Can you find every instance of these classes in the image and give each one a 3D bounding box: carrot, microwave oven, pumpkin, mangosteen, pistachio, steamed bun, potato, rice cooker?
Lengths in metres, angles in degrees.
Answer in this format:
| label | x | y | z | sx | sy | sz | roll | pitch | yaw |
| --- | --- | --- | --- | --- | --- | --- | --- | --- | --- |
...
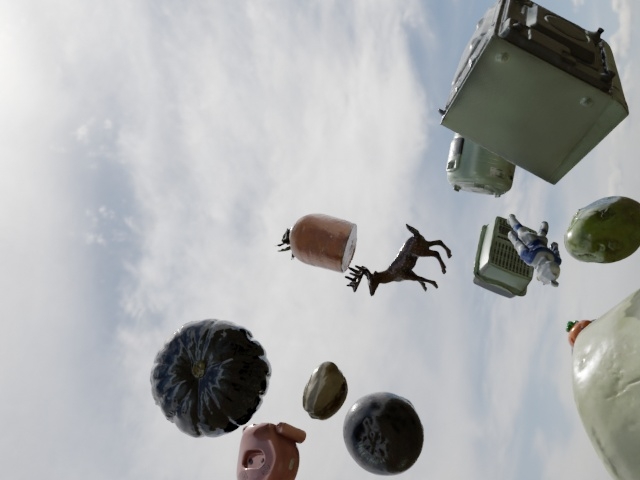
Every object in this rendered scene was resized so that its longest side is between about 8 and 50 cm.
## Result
| label | x | y | z | sx | sy | sz | roll | pitch | yaw |
| --- | --- | --- | --- | --- | --- | --- | --- | --- | --- |
| carrot | 0.000 | 0.000 | 2.242 | 0.214 | 0.331 | 0.193 | 8 | -87 | -59 |
| microwave oven | 0.475 | -0.360 | 1.373 | 0.247 | 0.333 | 0.394 | -60 | 2 | 39 |
| pumpkin | -0.335 | 0.417 | 1.893 | 0.266 | 0.364 | 0.363 | 81 | -159 | -68 |
| mangosteen | 0.227 | 0.679 | 2.227 | 0.300 | 0.301 | 0.300 | -5 | -84 | -61 |
| pistachio | 0.010 | 0.366 | 1.513 | 0.149 | 0.113 | 0.113 | -52 | -45 | -40 |
| steamed bun | 0.637 | 0.256 | 1.049 | 0.290 | 0.371 | 0.455 | 18 | -138 | -20 |
| potato | 0.710 | -0.023 | 1.549 | 0.253 | 0.186 | 0.148 | -25 | -92 | -28 |
| rice cooker | 0.526 | -0.271 | 2.006 | 0.226 | 0.226 | 0.244 | 21 | -98 | -59 |

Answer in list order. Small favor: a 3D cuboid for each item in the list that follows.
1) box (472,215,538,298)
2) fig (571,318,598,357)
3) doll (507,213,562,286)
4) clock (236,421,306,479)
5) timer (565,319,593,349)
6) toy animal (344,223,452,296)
| label | x | y | z | sx | sy | sz | roll | pitch | yaw |
| --- | --- | --- | --- | --- | --- | --- | --- | --- | --- |
| box | 0.704 | 0.065 | 2.375 | 0.166 | 0.221 | 0.290 | 113 | 180 | -53 |
| fig | 1.013 | 0.394 | 2.210 | 0.235 | 0.235 | 0.214 | -39 | -24 | -54 |
| doll | 0.447 | 0.023 | 1.288 | 0.227 | 0.114 | 0.057 | -85 | 13 | -58 |
| clock | -0.177 | 0.697 | 1.937 | 0.142 | 0.227 | 0.241 | 35 | -127 | -33 |
| timer | 0.767 | 0.277 | 1.801 | 0.099 | 0.136 | 0.136 | -29 | -54 | -9 |
| toy animal | 0.222 | 0.070 | 1.777 | 0.243 | 0.260 | 0.087 | -63 | 15 | 11 |
